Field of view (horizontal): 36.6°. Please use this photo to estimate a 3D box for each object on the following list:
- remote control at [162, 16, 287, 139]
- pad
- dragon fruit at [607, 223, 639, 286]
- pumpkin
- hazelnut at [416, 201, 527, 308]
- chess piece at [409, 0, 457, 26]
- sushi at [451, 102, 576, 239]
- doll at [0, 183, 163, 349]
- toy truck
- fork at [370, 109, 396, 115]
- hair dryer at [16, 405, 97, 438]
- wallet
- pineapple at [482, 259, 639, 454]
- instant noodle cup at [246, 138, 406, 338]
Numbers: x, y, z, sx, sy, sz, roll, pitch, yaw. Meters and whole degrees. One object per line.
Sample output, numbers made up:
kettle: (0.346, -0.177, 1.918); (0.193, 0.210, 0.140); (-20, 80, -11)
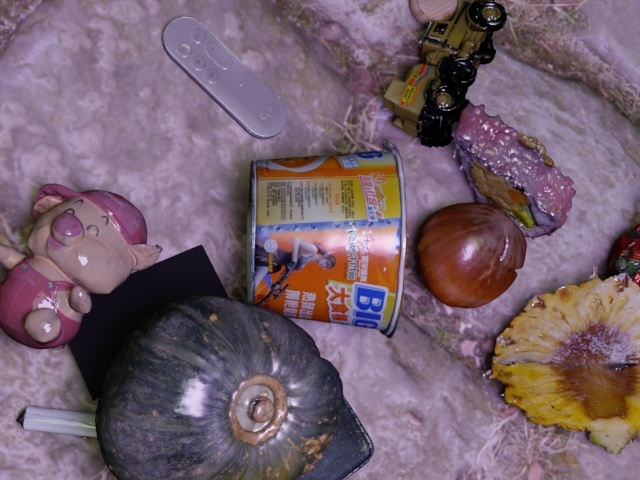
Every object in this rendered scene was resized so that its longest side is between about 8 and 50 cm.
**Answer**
remote control: (-0.152, -0.260, 1.551); (0.245, 0.022, 0.077); (44, 76, -5)
pad: (-0.255, 0.121, 1.451); (0.246, 0.006, 0.170); (-23, 68, -17)
dragon fruit: (0.577, 0.053, 1.621); (0.189, 0.182, 0.182); (35, 75, 7)
pumpkin: (-0.133, 0.224, 1.308); (0.328, 0.257, 0.291); (31, 81, -32)
hazelnut: (0.233, 0.015, 1.540); (0.182, 0.182, 0.182); (2, 82, -14)
chess piece: (0.193, -0.406, 1.652); (0.084, 0.038, 0.083); (3, 81, -16)
sushi: (0.302, -0.107, 1.579); (0.241, 0.161, 0.107); (37, 70, 2)
doll: (-0.365, 0.030, 1.386); (0.196, 0.152, 0.256); (41, 66, -8)
toy truck: (0.208, -0.285, 1.593); (0.127, 0.127, 0.257); (27, 69, 15)
fork: (0.140, -0.212, 1.626); (0.115, 0.012, 0.016); (1, 78, -9)
hair dryer: (-0.324, 0.262, 1.422); (0.236, 0.073, 0.131); (6, 79, -4)
wallet: (-0.077, 0.350, 1.472); (0.318, 0.045, 0.172); (-34, 93, -19)
pineapple: (0.464, 0.196, 1.586); (0.344, 0.286, 0.209); (-4, 49, 21)
instant noodle cup: (0.000, 0.000, 1.433); (0.214, 0.296, 0.296); (1, 82, -6)
